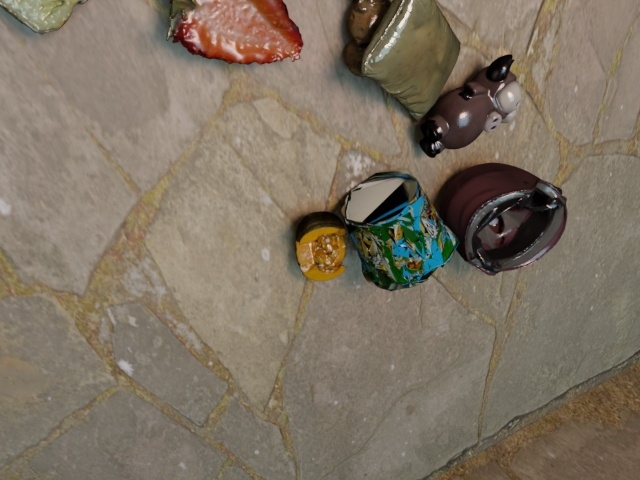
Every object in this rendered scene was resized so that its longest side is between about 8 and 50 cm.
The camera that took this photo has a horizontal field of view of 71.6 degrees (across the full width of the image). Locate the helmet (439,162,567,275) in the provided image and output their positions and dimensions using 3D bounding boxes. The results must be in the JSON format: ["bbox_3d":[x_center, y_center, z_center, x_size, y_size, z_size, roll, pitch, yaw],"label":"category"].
[{"bbox_3d":[0.441,-0.067,1.120,0.338,0.197,0.271,12,122,-38],"label":"helmet"}]

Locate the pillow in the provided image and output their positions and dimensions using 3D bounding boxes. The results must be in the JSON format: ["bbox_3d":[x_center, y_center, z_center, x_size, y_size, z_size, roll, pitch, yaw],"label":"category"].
[{"bbox_3d":[0.182,-0.352,0.851,0.302,0.075,0.185,6,118,-59],"label":"pillow"}]

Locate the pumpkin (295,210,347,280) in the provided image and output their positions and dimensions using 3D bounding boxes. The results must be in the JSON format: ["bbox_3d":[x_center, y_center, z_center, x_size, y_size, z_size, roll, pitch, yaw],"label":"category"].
[{"bbox_3d":[0.000,0.000,1.006,0.119,0.107,0.183,-9,138,-10],"label":"pumpkin"}]

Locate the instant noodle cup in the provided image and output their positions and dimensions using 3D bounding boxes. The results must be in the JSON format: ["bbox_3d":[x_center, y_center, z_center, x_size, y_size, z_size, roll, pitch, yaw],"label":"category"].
[{"bbox_3d":[0.165,-0.031,0.998,0.240,0.240,0.178,-34,124,-4],"label":"instant noodle cup"}]

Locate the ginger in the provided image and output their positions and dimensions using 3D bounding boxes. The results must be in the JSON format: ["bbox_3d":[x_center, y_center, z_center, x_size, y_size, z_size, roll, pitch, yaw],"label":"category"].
[{"bbox_3d":[0.089,-0.408,0.817,0.104,0.080,0.204,-38,144,-42],"label":"ginger"}]

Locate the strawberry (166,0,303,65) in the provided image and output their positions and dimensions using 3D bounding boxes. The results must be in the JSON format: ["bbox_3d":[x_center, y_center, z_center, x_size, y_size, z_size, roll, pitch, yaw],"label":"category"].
[{"bbox_3d":[-0.135,-0.381,0.721,0.228,0.098,0.174,-2,121,-28],"label":"strawberry"}]

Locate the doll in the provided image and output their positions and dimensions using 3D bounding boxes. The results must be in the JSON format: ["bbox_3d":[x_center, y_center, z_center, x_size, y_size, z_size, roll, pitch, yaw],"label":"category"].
[{"bbox_3d":[0.336,-0.290,0.980,0.257,0.117,0.182,-30,156,-5],"label":"doll"}]

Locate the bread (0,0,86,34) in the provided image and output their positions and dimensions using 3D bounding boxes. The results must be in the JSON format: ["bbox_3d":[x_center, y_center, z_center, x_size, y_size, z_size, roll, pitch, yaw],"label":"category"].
[{"bbox_3d":[-0.364,-0.396,0.614,0.232,0.088,0.128,-38,119,8],"label":"bread"}]
